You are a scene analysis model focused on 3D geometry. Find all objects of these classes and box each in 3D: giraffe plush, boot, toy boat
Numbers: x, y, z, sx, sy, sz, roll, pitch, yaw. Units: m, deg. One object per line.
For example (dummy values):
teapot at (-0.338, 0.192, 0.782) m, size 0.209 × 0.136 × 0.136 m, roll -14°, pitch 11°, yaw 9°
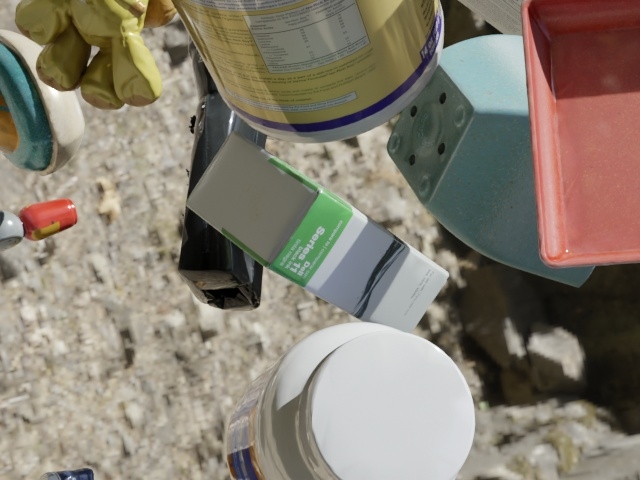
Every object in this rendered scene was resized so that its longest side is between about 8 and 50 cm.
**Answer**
giraffe plush at (-0.225, -0.273, 1.328) m, size 0.210 × 0.181 × 0.170 m, roll 98°, pitch 17°, yaw -48°
boot at (-0.395, 0.457, 1.870) m, size 0.086 × 0.069 × 0.189 m, roll -2°, pitch 92°, yaw -41°
boot at (-0.118, -0.093, 1.983) m, size 0.367 × 0.146 × 0.445 m, roll 37°, pitch 45°, yaw -58°
toy boat at (-0.435, -0.131, 1.687) m, size 0.148 × 0.267 × 0.318 m, roll -19°, pitch 125°, yaw -30°

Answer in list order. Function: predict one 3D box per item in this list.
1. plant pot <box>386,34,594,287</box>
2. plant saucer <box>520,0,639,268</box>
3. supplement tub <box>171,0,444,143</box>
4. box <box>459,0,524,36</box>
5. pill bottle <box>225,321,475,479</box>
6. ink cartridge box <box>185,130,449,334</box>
plant pot at (0.236, -0.118, 1.508) m, size 0.252 × 0.247 × 0.247 m, roll 8°, pitch 32°, yaw -28°
plant saucer at (0.305, -0.097, 0.983) m, size 0.047 × 0.259 × 0.258 m, roll 65°, pitch 23°, yaw -65°
supplement tub at (-0.029, -0.270, 1.074) m, size 0.331 × 0.241 × 0.241 m, roll 64°, pitch 23°, yaw -56°
box at (0.267, -0.364, 1.672) m, size 0.126 × 0.137 × 0.072 m, roll 35°, pitch 75°, yaw -8°
pill bottle at (0.018, 0.144, 0.879) m, size 0.272 × 0.152 × 0.152 m, roll 128°, pitch -47°, yaw -72°
ink cartridge box at (0.000, 0.000, 1.108) m, size 0.208 × 0.153 × 0.086 m, roll 32°, pitch 92°, yaw -43°
